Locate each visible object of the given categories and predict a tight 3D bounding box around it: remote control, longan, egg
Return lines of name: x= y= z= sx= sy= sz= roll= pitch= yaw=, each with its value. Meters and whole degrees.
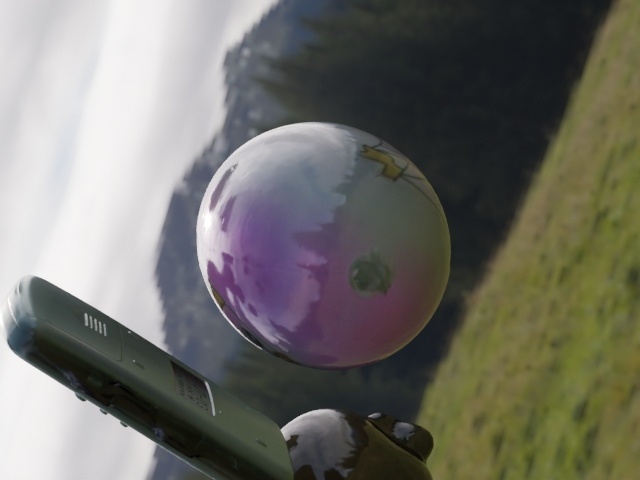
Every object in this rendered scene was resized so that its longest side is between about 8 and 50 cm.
remote control: x=-0.156 y=0.133 z=1.682 sx=0.056 sy=0.296 sz=0.140 roll=-54 pitch=18 yaw=8
longan: x=0.032 y=0.249 z=1.870 sx=0.204 sy=0.185 sz=0.159 roll=-37 pitch=-4 yaw=-26
egg: x=0.000 y=0.000 z=1.494 sx=0.271 sy=0.196 sz=0.196 roll=-105 pitch=31 yaw=-78
